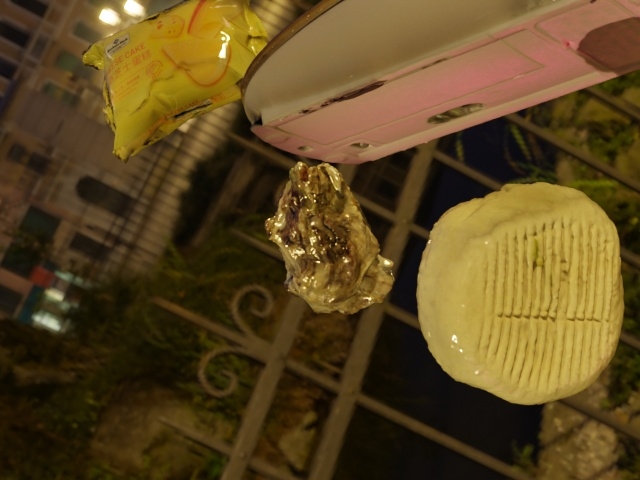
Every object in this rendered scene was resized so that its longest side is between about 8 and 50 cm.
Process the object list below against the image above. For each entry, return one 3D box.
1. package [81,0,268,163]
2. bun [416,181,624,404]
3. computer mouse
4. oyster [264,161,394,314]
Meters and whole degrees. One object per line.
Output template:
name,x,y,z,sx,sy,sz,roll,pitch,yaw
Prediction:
package,-0.155,-0.196,1.217,0.226,0.090,0.168,-24,63,9
bun,0.095,0.025,0.545,0.115,0.115,0.069,-65,22,-8
computer mouse,0.093,-0.122,0.662,0.310,0.158,0.072,-17,70,37
oyster,-0.002,0.000,1.034,0.108,0.165,0.053,-14,18,24
